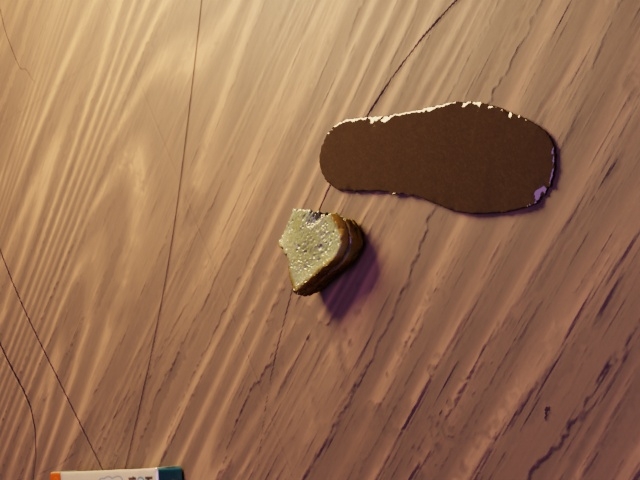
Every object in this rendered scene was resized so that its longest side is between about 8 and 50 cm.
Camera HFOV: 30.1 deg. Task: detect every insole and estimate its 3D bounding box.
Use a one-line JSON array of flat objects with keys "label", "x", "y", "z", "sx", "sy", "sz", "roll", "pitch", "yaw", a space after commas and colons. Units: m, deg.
[{"label": "insole", "x": 0.109, "y": -0.087, "z": 1.220, "sx": 0.328, "sy": 0.007, "sz": 0.111, "roll": 7, "pitch": 90, "yaw": 48}]

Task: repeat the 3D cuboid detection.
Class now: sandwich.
[{"label": "sandwich", "x": 0.000, "y": 0.000, "z": 1.310, "sx": 0.105, "sy": 0.036, "sz": 0.093, "roll": -37, "pitch": 59, "yaw": 39}]

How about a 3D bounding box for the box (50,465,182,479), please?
[{"label": "box", "x": -0.268, "y": 0.436, "z": 1.560, "sx": 0.265, "sy": 0.048, "sz": 0.273, "roll": -12, "pitch": 76, "yaw": 47}]
